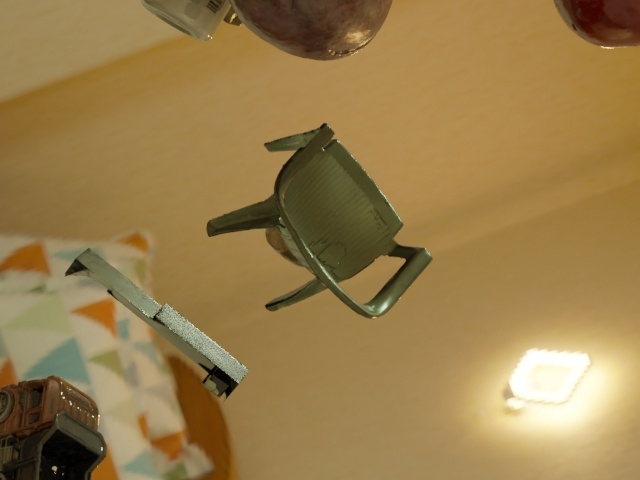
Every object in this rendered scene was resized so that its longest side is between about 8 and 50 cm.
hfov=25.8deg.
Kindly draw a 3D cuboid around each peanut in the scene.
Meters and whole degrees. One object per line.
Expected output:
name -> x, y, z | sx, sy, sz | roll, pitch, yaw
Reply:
peanut -> 0.000, -0.001, 2.349 | 0.228, 0.085, 0.104 | -6, 50, -47

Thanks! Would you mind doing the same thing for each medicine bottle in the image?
medicine bottle -> -0.134, -0.347, 1.719 | 0.103, 0.186, 0.103 | 30, -1, 1

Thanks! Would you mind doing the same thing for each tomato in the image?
tomato -> 0.356, -0.313, 1.606 | 0.136, 0.195, 0.195 | 52, 11, -31

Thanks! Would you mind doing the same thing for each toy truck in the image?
toy truck -> -0.262, 0.221, 1.306 | 0.083, 0.092, 0.192 | 43, 36, -44

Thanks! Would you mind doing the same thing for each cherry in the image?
cherry -> -0.002, -0.291, 1.541 | 0.175, 0.192, 0.249 | 22, -15, 26

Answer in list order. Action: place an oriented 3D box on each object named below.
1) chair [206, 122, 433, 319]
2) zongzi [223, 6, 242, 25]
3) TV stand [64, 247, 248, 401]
chair -> -0.002, -0.009, 1.612 | 0.203, 0.190, 0.275 | 51, -24, -12
zongzi -> -0.154, -0.494, 2.330 | 0.205, 0.204, 0.094 | 44, 5, 25
TV stand -> -0.207, 0.106, 1.757 | 0.256, 0.040, 0.049 | 39, 21, -1
